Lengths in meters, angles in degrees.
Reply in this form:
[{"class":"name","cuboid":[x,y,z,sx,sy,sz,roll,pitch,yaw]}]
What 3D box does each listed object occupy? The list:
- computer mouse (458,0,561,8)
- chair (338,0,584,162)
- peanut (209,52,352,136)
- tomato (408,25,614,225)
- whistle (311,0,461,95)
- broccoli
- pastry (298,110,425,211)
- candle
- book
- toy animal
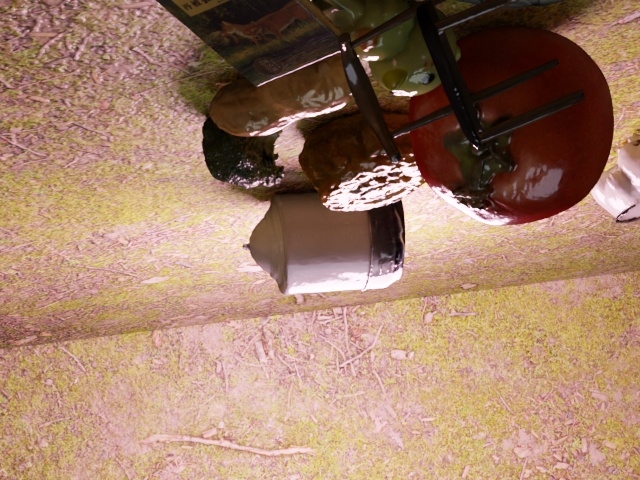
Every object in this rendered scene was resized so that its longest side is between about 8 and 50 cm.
[{"class":"computer mouse","cuboid":[0.281,-0.346,1.638,0.229,0.068,0.113,-14,163,17]},{"class":"chair","cuboid":[0.169,-0.217,1.546,0.272,0.188,0.166,-23,-157,8]},{"class":"peanut","cuboid":[-0.058,-0.222,1.847,0.263,0.101,0.117,-17,139,38]},{"class":"tomato","cuboid":[0.298,-0.179,1.881,0.321,0.322,0.321,-9,166,-2]},{"class":"whistle","cuboid":[0.078,-0.272,1.664,0.294,0.141,0.141,6,159,-42]},{"class":"broccoli","cuboid":[-0.125,-0.151,2.033,0.138,0.146,0.162,-42,144,3]},{"class":"pastry","cuboid":[0.083,-0.153,2.177,0.240,0.132,0.235,-11,159,-23]},{"class":"candle","cuboid":[0.000,0.000,2.511,0.342,0.221,0.221,-4,165,-9]},{"class":"book","cuboid":[-0.091,-0.288,1.569,0.160,0.024,0.228,-17,144,32]},{"class":"toy animal","cuboid":[0.682,-0.148,2.495,0.208,0.154,0.325,-4,162,-44]}]
